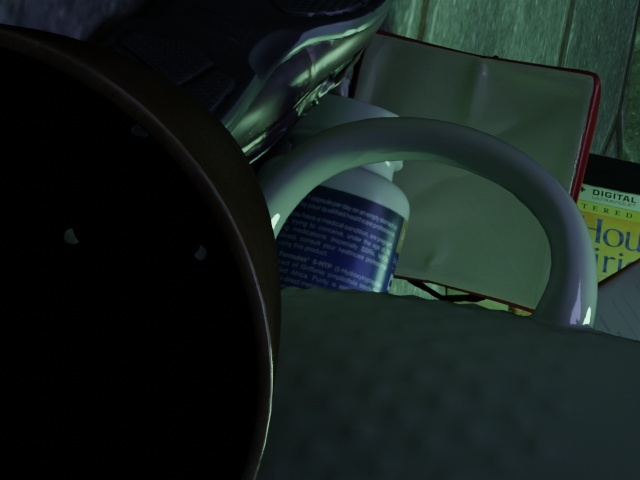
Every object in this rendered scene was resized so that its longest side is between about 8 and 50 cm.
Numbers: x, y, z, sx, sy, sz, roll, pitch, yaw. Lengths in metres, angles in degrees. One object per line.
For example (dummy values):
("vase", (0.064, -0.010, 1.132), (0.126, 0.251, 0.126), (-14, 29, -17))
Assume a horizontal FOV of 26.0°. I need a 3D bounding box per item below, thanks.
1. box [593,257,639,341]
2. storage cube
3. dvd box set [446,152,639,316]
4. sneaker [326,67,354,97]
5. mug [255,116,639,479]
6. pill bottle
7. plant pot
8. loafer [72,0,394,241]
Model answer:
("box", (0.169, 0.166, 1.118), (0.345, 0.168, 0.215), (-29, 173, -26))
("storage cube", (0.116, -0.053, 1.120), (0.193, 0.184, 0.214), (3, 100, -79))
("dvd box set", (0.295, 0.088, 1.590), (0.062, 0.308, 0.420), (-55, 152, -46))
("sneaker", (0.010, -0.133, 1.037), (0.083, 0.032, 0.037), (95, 11, -51))
("mug", (0.030, 0.115, 0.773), (0.276, 0.328, 0.374), (24, 79, -72))
("pill bottle", (0.000, 0.000, 0.955), (0.112, 0.112, 0.186), (39, 65, -70))
("plant pot", (-0.103, 0.009, 0.547), (0.230, 0.215, 0.215), (-57, 155, -73))
("loafer", (-0.051, -0.100, 0.791), (0.302, 0.109, 0.095), (-47, 164, -46))
